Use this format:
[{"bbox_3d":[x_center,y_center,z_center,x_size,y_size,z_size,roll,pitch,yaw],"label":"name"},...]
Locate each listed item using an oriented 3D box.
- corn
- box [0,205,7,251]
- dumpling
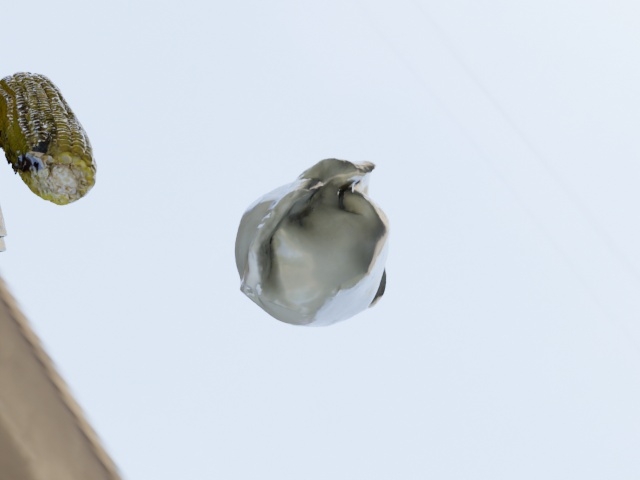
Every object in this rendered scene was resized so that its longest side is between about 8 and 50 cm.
[{"bbox_3d":[-0.224,-0.084,1.209,0.072,0.072,0.203,34,-173,-30],"label":"corn"},{"bbox_3d":[-0.364,-0.091,1.215,0.225,0.117,0.225,3,-106,-78],"label":"box"},{"bbox_3d":[0.000,0.000,1.383,0.132,0.162,0.250,13,-177,28],"label":"dumpling"}]
